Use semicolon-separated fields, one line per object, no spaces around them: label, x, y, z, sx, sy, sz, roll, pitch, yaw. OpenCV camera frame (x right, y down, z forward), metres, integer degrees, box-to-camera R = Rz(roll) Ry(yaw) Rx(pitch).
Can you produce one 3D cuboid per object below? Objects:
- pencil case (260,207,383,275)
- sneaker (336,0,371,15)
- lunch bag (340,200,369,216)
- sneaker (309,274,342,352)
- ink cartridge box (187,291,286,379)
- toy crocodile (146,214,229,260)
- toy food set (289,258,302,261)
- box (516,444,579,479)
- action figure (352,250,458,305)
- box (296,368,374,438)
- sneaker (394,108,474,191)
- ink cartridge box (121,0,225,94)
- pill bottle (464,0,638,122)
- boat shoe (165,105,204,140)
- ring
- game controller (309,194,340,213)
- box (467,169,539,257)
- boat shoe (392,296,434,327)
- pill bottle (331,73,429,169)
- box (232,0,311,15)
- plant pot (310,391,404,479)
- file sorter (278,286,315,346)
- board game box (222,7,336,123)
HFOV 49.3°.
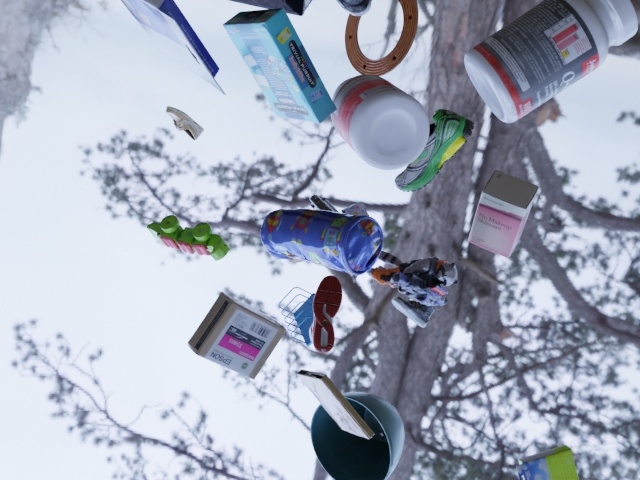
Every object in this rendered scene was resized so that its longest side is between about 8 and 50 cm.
pencil case;0.000;0.000;1.488;0.306;0.133;0.119;9;-129;51
sneaker;0.046;-0.694;1.733;0.101;0.268;0.153;-21;-175;13
lunch bag;0.125;-0.093;2.465;0.083;0.071;0.053;-27;-173;-14
sneaker;0.000;0.209;2.027;0.087;0.221;0.128;13;175;-15
ink cartridge box;-0.251;0.293;2.121;0.235;0.193;0.088;32;179;-37
toy crocodile;-0.454;-0.003;2.386;0.341;0.115;0.105;12;-122;25
toy food set;-0.067;0.024;1.842;0.083;0.082;0.020;19;-145;-6
box;0.679;0.697;2.105;0.178;0.108;0.042;-15;-177;-4
action figure;0.276;0.097;2.232;0.331;0.178;0.341;2;163;27
box;0.034;0.409;1.754;0.201;0.021;0.164;52;158;-11
sneaker;0.338;-0.292;2.240;0.146;0.343;0.134;32;-139;-7
ink cartridge box;-0.388;-0.556;1.844;0.307;0.072;0.303;34;169;29
pill bottle;0.551;-0.463;1.679;0.210;0.363;0.210;56;-173;-11
boat shoe;-0.477;-0.405;2.428;0.063;0.059;0.170;18;168;43
ring;0.208;-0.722;2.367;0.032;0.336;0.337;2;-155;-41
game controller;0.042;-0.075;2.564;0.067;0.166;0.319;-33;-160;-1
box;0.580;-0.082;2.228;0.149;0.232;0.126;24;-129;19
boat shoe;0.336;0.236;2.525;0.183;0.083;0.065;41;167;-31
pill bottle;0.161;-0.378;2.126;0.229;0.228;0.407;10;-159;-16
box;-0.152;-0.907;2.305;0.297;0.182;0.294;14;-139;6
plant pot;0.143;0.585;2.126;0.290;0.290;0.195;29;-155;31
file sorter;-0.065;0.267;2.486;0.105;0.118;0.170;28;-158;-38
board game box;-0.120;-0.515;2.063;0.079;0.336;0.254;-43;-147;-18
